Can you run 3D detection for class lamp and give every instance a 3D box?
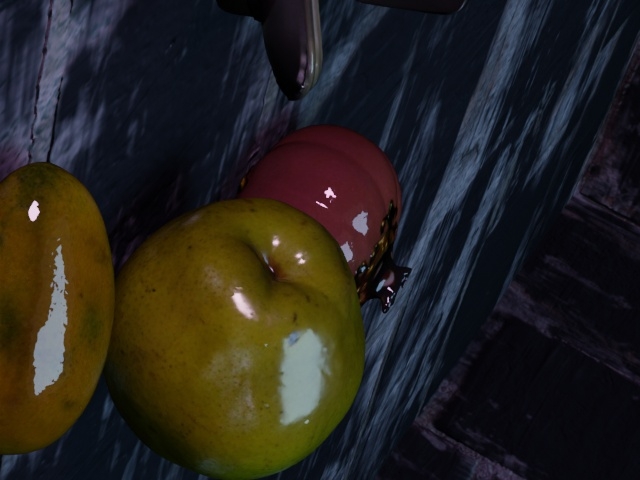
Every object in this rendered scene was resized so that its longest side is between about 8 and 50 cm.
[{"bbox_3d":[0.000,0.000,1.499,0.182,0.140,0.182,-59,165,-26],"label":"lamp"},{"bbox_3d":[0.002,-0.215,1.162,0.283,0.125,0.203,-33,130,-60],"label":"lamp"}]

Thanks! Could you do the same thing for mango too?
[{"bbox_3d":[-0.158,0.038,1.057,0.111,0.089,0.163,5,105,-76],"label":"mango"}]

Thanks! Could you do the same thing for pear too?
[{"bbox_3d":[-0.056,0.066,1.309,0.198,0.198,0.198,-57,167,-20],"label":"pear"}]
